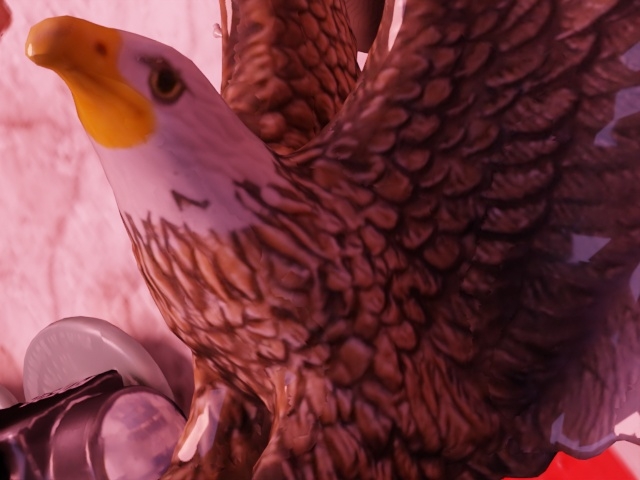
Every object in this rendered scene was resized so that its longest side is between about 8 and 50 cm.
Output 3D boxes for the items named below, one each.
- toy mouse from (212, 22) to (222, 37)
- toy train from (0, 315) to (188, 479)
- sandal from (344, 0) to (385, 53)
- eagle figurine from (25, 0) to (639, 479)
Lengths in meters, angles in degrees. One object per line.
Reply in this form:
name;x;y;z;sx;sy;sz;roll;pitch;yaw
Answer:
toy mouse;0.000;0.000;0.678;0.161;0.031;0.143;48;126;24
toy train;-0.152;0.157;0.789;0.334;0.142;0.190;-21;97;41
sandal;-0.024;-0.127;0.652;0.219;0.060;0.090;36;121;31
eagle figurine;0.006;-0.019;0.487;0.226;0.225;0.298;20;71;8
